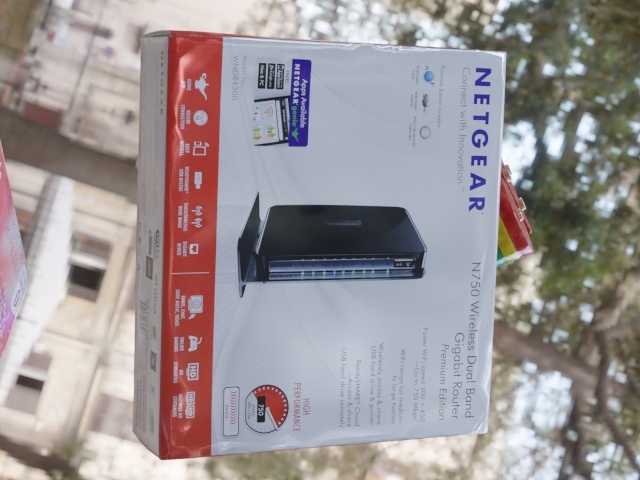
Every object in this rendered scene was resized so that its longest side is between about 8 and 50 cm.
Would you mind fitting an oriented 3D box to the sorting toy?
[{"bbox_3d":[0.160,-0.078,1.474,0.089,0.255,0.257,-23,-171,11],"label":"sorting toy"}]

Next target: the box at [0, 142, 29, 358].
[{"bbox_3d":[-0.209,-0.009,0.482,0.300,0.142,0.154,99,3,-57],"label":"box"}]

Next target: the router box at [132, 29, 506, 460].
[{"bbox_3d":[0.000,0.000,1.102,0.082,0.301,0.335,-165,-105,-66],"label":"router box"}]
